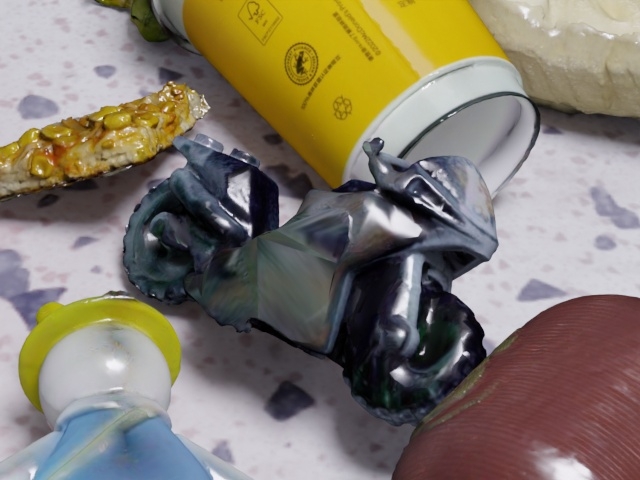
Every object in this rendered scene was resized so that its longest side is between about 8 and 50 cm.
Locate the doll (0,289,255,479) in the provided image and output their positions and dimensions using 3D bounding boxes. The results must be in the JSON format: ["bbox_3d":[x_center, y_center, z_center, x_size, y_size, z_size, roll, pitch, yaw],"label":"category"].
[{"bbox_3d":[-0.110,0.116,0.992,0.135,0.099,0.241,-20,43,3],"label":"doll"}]

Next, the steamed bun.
[{"bbox_3d":[0.198,-0.146,1.322,0.212,0.110,0.231,2,32,-9],"label":"steamed bun"}]

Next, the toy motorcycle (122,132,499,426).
[{"bbox_3d":[0.000,0.000,1.089,0.270,0.106,0.159,27,86,36],"label":"toy motorcycle"}]

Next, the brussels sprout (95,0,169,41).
[{"bbox_3d":[-0.133,-0.180,1.352,0.051,0.046,0.083,-32,55,-32],"label":"brussels sprout"}]

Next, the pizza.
[{"bbox_3d":[-0.146,-0.064,1.187,0.178,0.041,0.131,-19,12,-14],"label":"pizza"}]

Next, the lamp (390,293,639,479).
[{"bbox_3d":[0.136,0.131,0.967,0.180,0.180,0.258,30,45,23],"label":"lamp"}]

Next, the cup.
[{"bbox_3d":[0.016,-0.141,1.241,0.196,0.196,0.280,-21,58,-28],"label":"cup"}]
